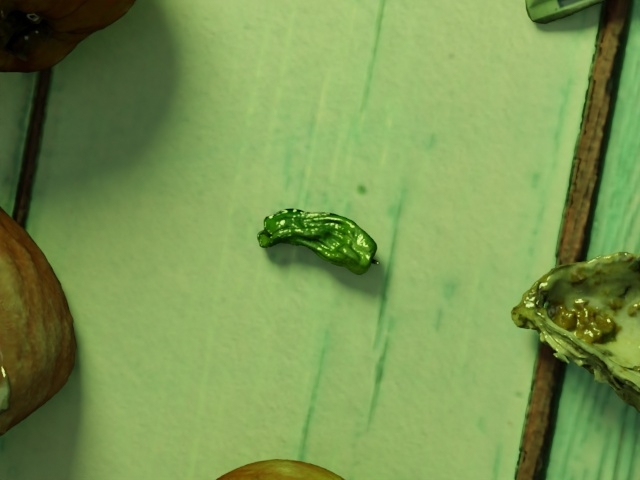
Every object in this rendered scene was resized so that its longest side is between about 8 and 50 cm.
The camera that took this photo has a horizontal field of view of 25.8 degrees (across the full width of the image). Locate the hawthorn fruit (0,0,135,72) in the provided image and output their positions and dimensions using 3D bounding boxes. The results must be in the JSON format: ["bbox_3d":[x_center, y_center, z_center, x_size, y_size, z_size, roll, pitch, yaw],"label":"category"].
[{"bbox_3d":[-0.228,-0.225,0.939,0.197,0.196,0.225,-27,70,9],"label":"hawthorn fruit"}]

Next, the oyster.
[{"bbox_3d":[0.215,0.061,0.925,0.177,0.056,0.105,0,79,9],"label":"oyster"}]

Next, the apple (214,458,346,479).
[{"bbox_3d":[-0.031,0.245,0.929,0.173,0.160,0.195,-12,81,31],"label":"apple"}]

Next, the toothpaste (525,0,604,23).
[{"bbox_3d":[0.140,-0.284,0.941,0.069,0.047,0.268,-17,89,-9],"label":"toothpaste"}]

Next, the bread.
[{"bbox_3d":[-0.288,0.050,0.977,0.190,0.123,0.244,-28,86,7],"label":"bread"}]

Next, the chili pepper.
[{"bbox_3d":[0.000,-0.002,0.975,0.091,0.030,0.034,17,118,12],"label":"chili pepper"}]
